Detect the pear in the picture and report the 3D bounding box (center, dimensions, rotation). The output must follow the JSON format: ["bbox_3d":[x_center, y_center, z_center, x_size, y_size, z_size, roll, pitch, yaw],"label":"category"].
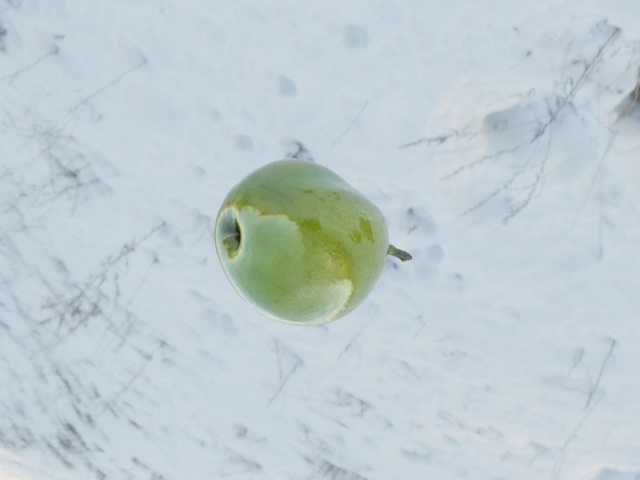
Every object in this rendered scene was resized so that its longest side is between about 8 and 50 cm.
[{"bbox_3d":[0.000,0.000,0.809,0.216,0.166,0.180,-3,-161,-31],"label":"pear"}]
